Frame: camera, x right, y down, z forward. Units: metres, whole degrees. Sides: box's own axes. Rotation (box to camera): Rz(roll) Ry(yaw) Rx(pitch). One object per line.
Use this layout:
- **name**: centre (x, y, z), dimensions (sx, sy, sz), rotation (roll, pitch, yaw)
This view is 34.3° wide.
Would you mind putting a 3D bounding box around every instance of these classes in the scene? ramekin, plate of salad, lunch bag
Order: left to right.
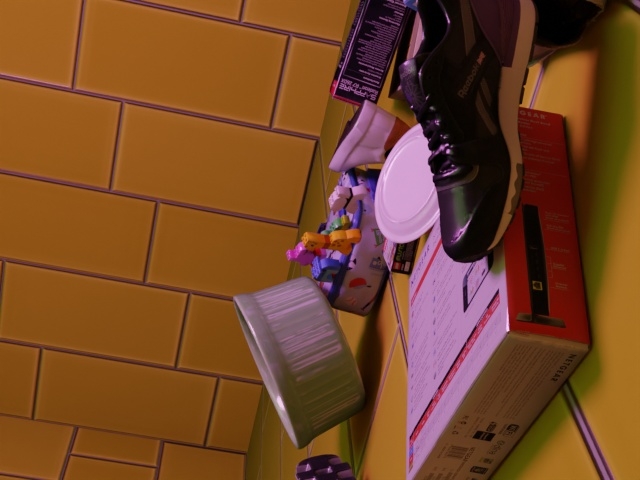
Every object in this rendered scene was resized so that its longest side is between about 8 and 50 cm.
- **ramekin**: centre (-0.035, 0.214, 1.904), dimensions (0.303, 0.148, 0.304), rotation (157, 90, -81)
- **lunch bag**: centre (0.069, -0.010, 2.016), dimensions (0.303, 0.114, 0.243), rotation (-99, 22, -66)
- **plate of salad**: centre (0.154, -0.089, 1.602), dimensions (0.200, 0.048, 0.200), rotation (-34, 46, 45)

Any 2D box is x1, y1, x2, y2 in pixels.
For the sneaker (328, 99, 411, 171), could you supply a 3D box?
- **sneaker**: centre (0.094, -0.171, 1.949), dimensions (0.290, 0.123, 0.106), rotation (146, 146, -78)

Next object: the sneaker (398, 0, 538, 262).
- **sneaker**: centre (0.123, -0.121, 1.008), dimensions (0.107, 0.124, 0.283), rotation (-21, 59, 61)

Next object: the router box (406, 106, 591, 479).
- **router box**: centre (0.178, 0.072, 1.134), dimensions (0.335, 0.082, 0.301), rotation (109, 169, -51)

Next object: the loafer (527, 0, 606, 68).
- **loafer**: centre (0.230, -0.242, 1.101), dimensions (0.268, 0.101, 0.092), rotation (123, 162, -71)

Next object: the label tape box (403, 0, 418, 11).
- **label tape box**: centre (0.216, -0.446, 1.198), dimensions (0.240, 0.105, 0.334), rotation (-24, 53, 54)

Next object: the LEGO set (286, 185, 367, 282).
- **LEGO set**: centre (0.000, 0.000, 1.849), dimensions (0.227, 0.093, 0.087), rotation (122, 147, -43)

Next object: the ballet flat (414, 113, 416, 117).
- **ballet flat**: centre (0.187, -0.224, 1.709), dimensions (0.114, 0.041, 0.041), rotation (141, 139, -79)

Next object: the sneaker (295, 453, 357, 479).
- **sneaker**: centre (0.035, 0.471, 1.659), dimensions (0.330, 0.122, 0.146), rotation (-121, 24, -78)

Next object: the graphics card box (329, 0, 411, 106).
- **graphics card box**: centre (0.118, -0.440, 1.977), dimensions (0.233, 0.094, 0.371), rotation (-93, 21, -80)

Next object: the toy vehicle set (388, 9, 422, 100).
- **toy vehicle set**: centre (0.174, -0.353, 1.910), dimensions (0.267, 0.035, 0.166), rotation (-149, 70, -85)

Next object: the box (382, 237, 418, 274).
- **box**: centre (0.149, -0.057, 1.737), dimensions (0.114, 0.036, 0.207), rotation (-105, 26, -74)
